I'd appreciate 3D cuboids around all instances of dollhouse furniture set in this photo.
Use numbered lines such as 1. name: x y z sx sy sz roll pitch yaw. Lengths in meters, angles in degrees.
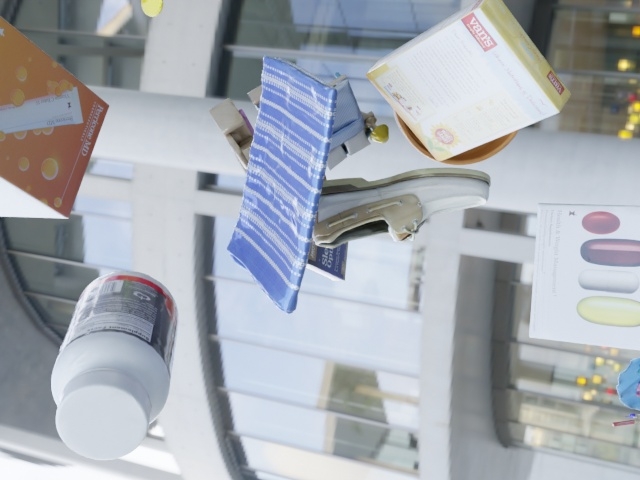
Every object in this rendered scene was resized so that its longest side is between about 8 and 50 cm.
1. dollhouse furniture set: -0.003 -0.185 1.772 0.303 0.198 0.286 -32 -31 -3

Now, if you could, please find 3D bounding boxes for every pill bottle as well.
1. pill bottle: -0.318 0.191 1.431 0.318 0.176 0.176 -99 7 -65

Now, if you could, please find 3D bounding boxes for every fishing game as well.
1. fishing game: 0.632 0.252 1.674 0.041 0.189 0.264 -110 19 -50

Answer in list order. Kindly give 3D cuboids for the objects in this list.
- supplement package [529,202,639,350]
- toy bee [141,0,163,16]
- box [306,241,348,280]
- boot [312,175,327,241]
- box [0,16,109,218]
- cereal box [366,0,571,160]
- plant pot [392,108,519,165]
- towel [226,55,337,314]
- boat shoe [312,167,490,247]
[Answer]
1. supplement package: 0.419 0.050 1.279 0.149 0.203 0.194 4 -91 -51
2. toy bee: -0.332 -0.560 1.801 0.195 0.162 0.298 -53 -42 4
3. box: 0.000 0.000 1.968 0.225 0.036 0.136 26 -113 -59
4. boot: -0.051 -0.139 1.594 0.115 0.112 0.305 -92 -7 -80
5. box: -0.519 -0.200 1.391 0.345 0.168 0.215 41 -121 -53
6. cereal box: 0.193 -0.211 1.238 0.173 0.240 0.047 49 -123 -15
7. plant pot: 0.281 -0.321 2.000 0.203 0.290 0.291 -124 37 -74
8. towel: -0.063 -0.087 1.357 0.040 0.243 0.336 2 -69 -26
9. boat shoe: 0.128 -0.048 1.494 0.113 0.302 0.103 49 -143 -66
